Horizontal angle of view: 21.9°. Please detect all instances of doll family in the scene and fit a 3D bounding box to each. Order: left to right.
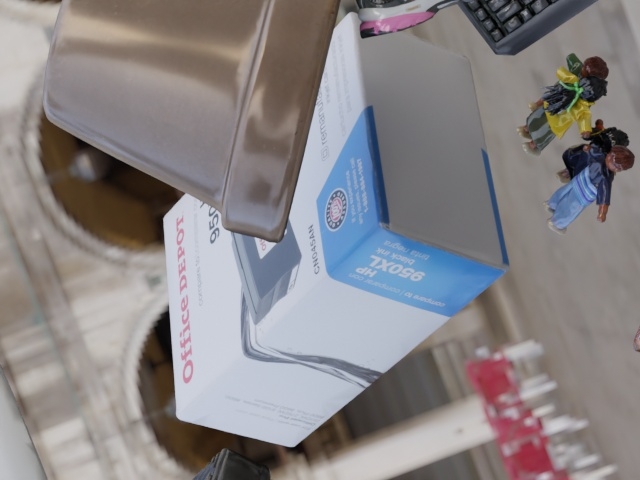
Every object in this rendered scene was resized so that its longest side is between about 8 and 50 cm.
[{"bbox_3d":[0.246,-0.097,1.556,0.076,0.111,0.193,4,-122,-40],"label":"doll family"}]

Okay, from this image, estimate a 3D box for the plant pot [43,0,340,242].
[{"bbox_3d":[-0.111,-0.152,1.437,0.263,0.229,0.263,-165,90,-89],"label":"plant pot"}]

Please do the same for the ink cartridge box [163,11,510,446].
[{"bbox_3d":[0.000,0.000,1.765,0.166,0.395,0.286,17,-133,-30],"label":"ink cartridge box"}]

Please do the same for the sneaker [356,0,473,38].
[{"bbox_3d":[0.105,-0.235,1.395,0.072,0.178,0.077,8,120,64],"label":"sneaker"}]

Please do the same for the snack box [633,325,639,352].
[{"bbox_3d":[0.381,0.043,1.693,0.022,0.064,0.178,-68,-4,-66],"label":"snack box"}]

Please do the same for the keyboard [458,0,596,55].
[{"bbox_3d":[0.241,-0.332,1.545,0.201,0.317,0.033,52,-159,-8],"label":"keyboard"}]

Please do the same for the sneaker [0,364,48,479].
[{"bbox_3d":[-0.271,0.198,0.987,0.130,0.236,0.323,-164,54,-76],"label":"sneaker"}]

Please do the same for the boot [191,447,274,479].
[{"bbox_3d":[-0.014,0.293,1.286,0.348,0.260,0.131,-44,24,62],"label":"boot"}]
